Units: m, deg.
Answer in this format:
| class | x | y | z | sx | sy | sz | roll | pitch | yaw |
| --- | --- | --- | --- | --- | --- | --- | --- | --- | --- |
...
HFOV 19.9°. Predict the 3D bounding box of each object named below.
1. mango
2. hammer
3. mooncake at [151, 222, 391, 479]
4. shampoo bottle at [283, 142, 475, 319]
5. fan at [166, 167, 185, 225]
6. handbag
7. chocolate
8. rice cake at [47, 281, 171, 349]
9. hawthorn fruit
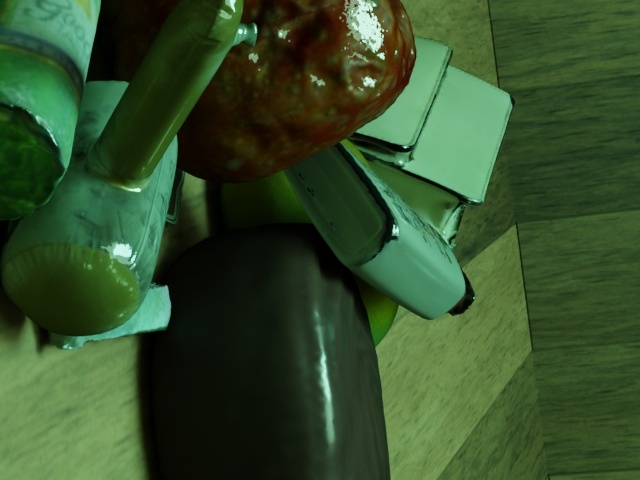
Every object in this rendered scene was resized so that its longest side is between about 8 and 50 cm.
| class | x | y | z | sx | sy | sz | roll | pitch | yaw |
| --- | --- | --- | --- | --- | --- | --- | --- | --- | --- |
| mango | 0.000 | 0.000 | 1.782 | 0.251 | 0.156 | 0.114 | 60 | -10 | -11 |
| hammer | -0.122 | -0.080 | 1.253 | 0.305 | 0.113 | 0.202 | -51 | -155 | 44 |
| mooncake | -0.030 | 0.164 | 1.635 | 0.334 | 0.174 | 0.326 | 60 | 25 | -54 |
| shampoo bottle | 0.075 | 0.009 | 1.682 | 0.153 | 0.071 | 0.284 | 55 | 8 | 34 |
| fan | -0.150 | -0.059 | 1.584 | 0.220 | 0.009 | 0.132 | -82 | 157 | -46 |
| handbag | 0.068 | -0.107 | 1.990 | 0.358 | 0.236 | 0.160 | -63 | 178 | -65 |
| chocolate | -0.203 | -0.151 | 1.271 | 0.291 | 0.110 | 0.110 | -83 | 160 | -45 |
| rice cake | -0.166 | 0.056 | 1.432 | 0.211 | 0.034 | 0.043 | -5 | 97 | -75 |
| hawthorn fruit | -0.055 | -0.173 | 1.518 | 0.258 | 0.261 | 0.258 | 3 | 90 | -65 |
